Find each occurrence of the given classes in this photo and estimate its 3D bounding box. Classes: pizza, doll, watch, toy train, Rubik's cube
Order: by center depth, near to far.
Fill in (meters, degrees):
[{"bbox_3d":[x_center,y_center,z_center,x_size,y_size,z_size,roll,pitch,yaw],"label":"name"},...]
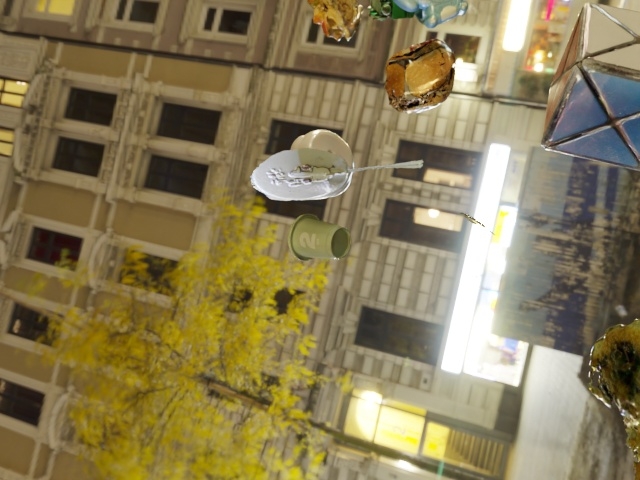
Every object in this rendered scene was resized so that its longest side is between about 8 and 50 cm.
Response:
[{"bbox_3d":[0.019,-0.504,1.110,0.251,0.074,0.287,-34,-79,-53],"label":"pizza"},{"bbox_3d":[0.672,-0.345,1.349,0.259,0.260,0.254,95,-165,-55],"label":"Rubik's cube"},{"bbox_3d":[0.276,-0.639,1.517,0.193,0.211,0.210,-92,10,-75],"label":"watch"},{"bbox_3d":[0.180,-0.626,1.565,0.178,0.105,0.071,-100,7,-57],"label":"toy train"},{"bbox_3d":[-0.020,-0.219,1.827,0.221,0.221,0.251,85,-160,-46],"label":"doll"}]

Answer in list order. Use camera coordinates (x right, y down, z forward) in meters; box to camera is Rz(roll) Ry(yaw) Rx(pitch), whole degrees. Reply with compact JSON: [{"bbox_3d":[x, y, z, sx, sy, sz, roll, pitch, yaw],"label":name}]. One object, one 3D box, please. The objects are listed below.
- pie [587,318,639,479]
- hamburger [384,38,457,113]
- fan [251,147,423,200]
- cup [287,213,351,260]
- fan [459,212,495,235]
[{"bbox_3d":[0.654,0.327,1.162,0.296,0.078,0.371,105,161,-49],"label":"pie"},{"bbox_3d":[0.292,-0.471,1.726,0.107,0.231,0.230,49,-127,-51],"label":"hamburger"},{"bbox_3d":[0.039,-0.161,1.418,0.233,0.415,0.012,77,-174,-65],"label":"fan"},{"bbox_3d":[0.000,0.000,1.461,0.120,0.141,0.120,-16,-69,-47],"label":"cup"},{"bbox_3d":[0.302,-0.030,1.129,0.004,0.083,0.056,-58,16,2],"label":"fan"}]
